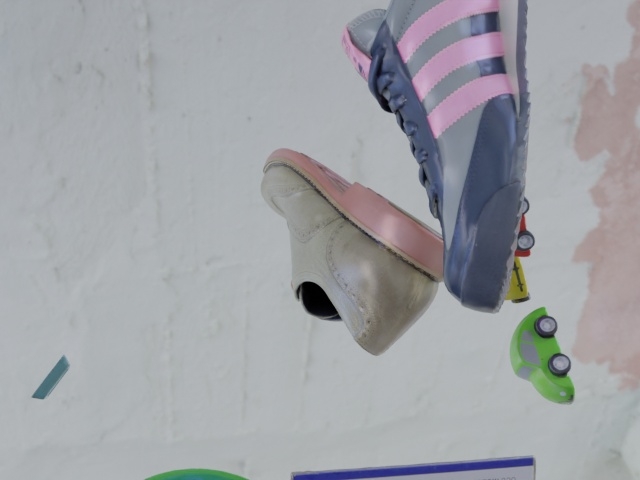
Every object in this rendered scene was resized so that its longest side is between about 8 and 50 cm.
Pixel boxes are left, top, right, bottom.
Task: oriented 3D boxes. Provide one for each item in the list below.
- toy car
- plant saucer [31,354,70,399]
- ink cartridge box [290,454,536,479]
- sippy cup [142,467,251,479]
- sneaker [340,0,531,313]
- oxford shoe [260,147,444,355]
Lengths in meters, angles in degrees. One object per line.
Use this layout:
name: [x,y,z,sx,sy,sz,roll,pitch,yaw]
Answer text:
toy car: [0.202,0.064,0.961,0.053,0.225,0.239,-15,-28,2]
plant saucer: [-0.366,0.190,1.286,0.018,0.192,0.067,36,-106,-6]
ink cartridge box: [0.068,0.331,0.700,0.176,0.069,0.371,-3,-78,-5]
sippy cup: [-0.141,0.409,1.016,0.305,0.240,0.224,6,-56,-11]
sneaker: [0.078,-0.100,0.661,0.131,0.319,0.112,2,-26,4]
oxford shoe: [0.000,0.000,1.031,0.140,0.397,0.146,31,-88,-24]
